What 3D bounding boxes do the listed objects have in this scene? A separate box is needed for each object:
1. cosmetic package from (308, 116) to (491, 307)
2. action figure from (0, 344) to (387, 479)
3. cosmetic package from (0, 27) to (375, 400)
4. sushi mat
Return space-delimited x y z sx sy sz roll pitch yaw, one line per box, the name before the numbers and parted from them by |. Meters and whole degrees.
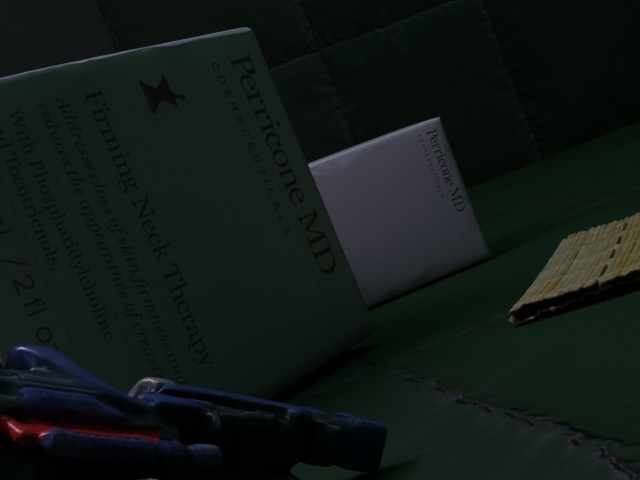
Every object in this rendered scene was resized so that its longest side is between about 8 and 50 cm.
cosmetic package | 0.000 0.000 1.410 0.365 0.197 0.155 -23 3 -12
action figure | -0.132 0.148 0.568 0.341 0.178 0.330 14 -12 -35
cosmetic package | -0.232 0.036 1.029 0.327 0.329 0.393 -20 4 41
sushi mat | 0.268 0.011 1.019 0.151 0.019 0.316 -19 4 22
